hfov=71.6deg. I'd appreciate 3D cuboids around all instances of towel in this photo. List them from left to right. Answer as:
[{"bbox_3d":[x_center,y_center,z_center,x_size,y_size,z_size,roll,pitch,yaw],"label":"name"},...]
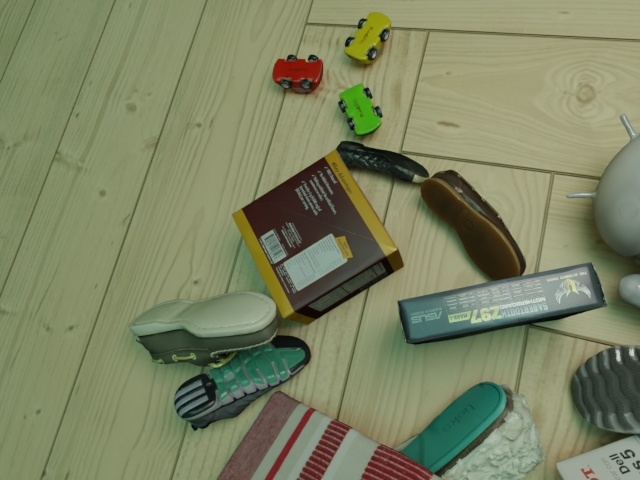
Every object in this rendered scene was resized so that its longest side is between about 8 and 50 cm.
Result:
[{"bbox_3d":[-0.012,0.352,0.570,0.329,0.037,0.237,8,53,44],"label":"towel"}]

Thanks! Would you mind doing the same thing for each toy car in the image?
[{"bbox_3d":[0.050,-0.280,0.816,0.239,0.053,0.225,-24,72,8],"label":"toy car"}]

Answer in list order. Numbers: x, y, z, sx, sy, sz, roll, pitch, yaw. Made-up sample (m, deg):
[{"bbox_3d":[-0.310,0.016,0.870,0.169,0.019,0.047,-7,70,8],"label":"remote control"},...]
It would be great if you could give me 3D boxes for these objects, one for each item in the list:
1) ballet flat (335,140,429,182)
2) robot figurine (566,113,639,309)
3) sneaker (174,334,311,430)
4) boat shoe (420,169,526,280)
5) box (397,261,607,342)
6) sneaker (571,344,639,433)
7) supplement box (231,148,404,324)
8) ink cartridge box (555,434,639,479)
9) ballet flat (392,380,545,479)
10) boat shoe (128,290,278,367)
[{"bbox_3d":[0.106,-0.131,0.774,0.173,0.057,0.049,21,123,19],"label":"ballet flat"},{"bbox_3d":[0.512,-0.024,0.551,0.353,0.200,0.300,34,97,19],"label":"robot figurine"},{"bbox_3d":[-0.120,0.232,0.727,0.223,0.098,0.083,-20,49,-14],"label":"sneaker"},{"bbox_3d":[0.247,-0.030,0.691,0.073,0.073,0.207,-25,73,-35],"label":"boat shoe"},{"bbox_3d":[0.228,0.095,0.604,0.232,0.183,0.059,-13,73,10],"label":"box"},{"bbox_3d":[0.446,0.172,0.527,0.281,0.115,0.105,-40,38,46],"label":"sneaker"},{"bbox_3d":[0.000,0.000,0.716,0.194,0.129,0.191,-31,70,5],"label":"supplement box"},{"bbox_3d":[0.442,0.310,0.478,0.273,0.198,0.115,-25,115,7],"label":"ink cartridge box"},{"bbox_3d":[0.126,0.355,0.599,0.409,0.147,0.147,-35,70,5],"label":"ballet flat"},{"bbox_3d":[-0.180,0.147,0.704,0.305,0.109,0.091,-9,110,34],"label":"boat shoe"}]
